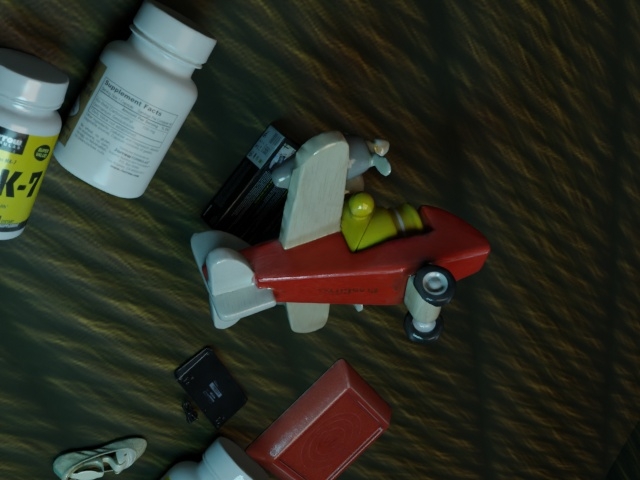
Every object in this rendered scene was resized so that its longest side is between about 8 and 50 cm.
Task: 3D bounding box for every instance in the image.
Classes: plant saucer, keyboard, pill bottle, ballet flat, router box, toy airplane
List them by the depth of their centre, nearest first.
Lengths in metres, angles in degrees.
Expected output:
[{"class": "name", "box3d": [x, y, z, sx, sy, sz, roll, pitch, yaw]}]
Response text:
[{"class": "pill bottle", "box3d": [-0.383, -0.116, 1.210, 0.119, 0.119, 0.208, 7, 116, -42]}, {"class": "pill bottle", "box3d": [-0.231, -0.181, 1.275, 0.131, 0.131, 0.229, 19, 107, -46]}, {"class": "toy airplane", "box3d": [0.000, 0.000, 1.479, 0.386, 0.272, 0.384, -27, 140, 35]}, {"class": "router box", "box3d": [-0.081, -0.071, 1.548, 0.179, 0.046, 0.133, -51, 139, 6]}, {"class": "ballet flat", "box3d": [-0.355, 0.367, 1.657, 0.168, 0.052, 0.057, -7, 125, -36]}, {"class": "keyboard", "box3d": [-0.197, 0.263, 1.732, 0.108, 0.023, 0.180, -43, 138, -14]}, {"class": "pill bottle", "box3d": [-0.241, 0.511, 1.761, 0.334, 0.188, 0.188, -47, 139, 0]}, {"class": "plant saucer", "box3d": [0.014, 0.384, 1.981, 0.259, 0.048, 0.258, -44, 139, -4]}]
